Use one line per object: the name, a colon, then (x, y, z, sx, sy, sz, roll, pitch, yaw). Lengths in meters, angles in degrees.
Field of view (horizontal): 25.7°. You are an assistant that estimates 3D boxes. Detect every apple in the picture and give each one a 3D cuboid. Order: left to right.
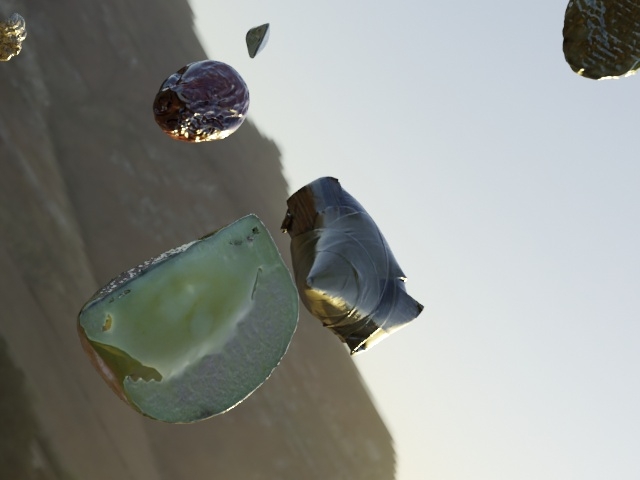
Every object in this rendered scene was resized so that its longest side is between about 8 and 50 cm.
apple: (-0.149, 0.099, 1.552, 0.120, 0.265, 0.193, 0, -63, 52)

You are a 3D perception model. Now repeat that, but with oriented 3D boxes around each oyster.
oyster: (-0.420, -0.261, 1.843, 0.038, 0.081, 0.083, 61, -10, 3)

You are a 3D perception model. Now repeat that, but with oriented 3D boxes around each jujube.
jujube: (-0.231, -0.260, 2.639, 0.168, 0.168, 0.236, 60, 24, 2)

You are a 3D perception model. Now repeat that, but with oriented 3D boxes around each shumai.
shumai: (0.448, -0.337, 2.118, 0.184, 0.184, 0.142, 61, 12, -8)

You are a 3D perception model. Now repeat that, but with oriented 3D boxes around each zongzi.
zongzi: (0.000, 0.000, 2.149, 0.289, 0.154, 0.317, 60, 10, 28)

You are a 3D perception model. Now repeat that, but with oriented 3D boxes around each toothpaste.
toothpaste: (-0.079, -0.256, 1.781, 0.029, 0.048, 0.197, 26, 7, -8)
